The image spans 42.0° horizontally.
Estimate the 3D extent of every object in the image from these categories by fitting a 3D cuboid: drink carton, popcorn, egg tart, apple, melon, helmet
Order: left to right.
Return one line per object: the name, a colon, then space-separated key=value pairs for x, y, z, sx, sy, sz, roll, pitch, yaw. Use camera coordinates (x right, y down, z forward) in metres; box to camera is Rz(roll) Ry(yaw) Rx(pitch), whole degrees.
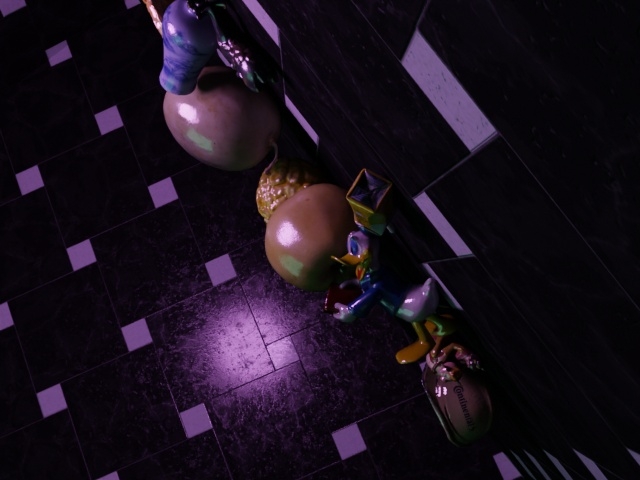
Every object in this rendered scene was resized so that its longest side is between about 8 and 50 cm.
egg tart: x=-0.340 y=-0.556 z=2.040 sx=0.290 sy=0.107 sz=0.291 roll=62 pitch=-171 yaw=-18
melon: x=-0.239 y=-0.306 z=2.066 sx=0.308 sy=0.271 sz=0.272 roll=21 pitch=-178 yaw=-9
popcorn: x=-0.057 y=-0.116 z=2.250 sx=0.237 sy=0.206 sz=0.251 roll=36 pitch=-165 yaw=0
apple: x=0.000 y=0.000 z=2.002 sx=0.262 sy=0.262 sz=0.262 roll=52 pitch=177 yaw=3
drink carton: x=0.099 y=-0.061 z=1.526 sx=0.074 sy=0.084 sz=0.200 roll=27 pitch=170 yaw=14
helmet: x=0.393 y=0.410 z=2.190 sx=0.257 sy=0.137 sz=0.204 roll=60 pitch=-145 yaw=-8

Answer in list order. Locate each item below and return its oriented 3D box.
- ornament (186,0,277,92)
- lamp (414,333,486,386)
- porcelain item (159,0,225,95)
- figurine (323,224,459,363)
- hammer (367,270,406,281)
ornament: x=-0.188 y=-0.419 z=1.651 sx=0.202 sy=0.080 sz=0.236 roll=55 pitch=179 yaw=35
lamp: x=0.324 y=0.295 z=2.078 sx=0.118 sy=0.118 sz=0.253 roll=53 pitch=178 yaw=-24
porcelain item: x=-0.291 y=-0.441 z=1.859 sx=0.141 sy=0.141 sz=0.259 roll=51 pitch=144 yaw=17
figurine: x=0.128 y=0.087 z=1.861 sx=0.204 sy=0.284 sz=0.338 roll=-47 pitch=-57 yaw=-53
hammer: x=0.133 y=0.079 z=2.180 sx=0.305 sy=0.202 sz=0.113 roll=34 pitch=146 yaw=15
